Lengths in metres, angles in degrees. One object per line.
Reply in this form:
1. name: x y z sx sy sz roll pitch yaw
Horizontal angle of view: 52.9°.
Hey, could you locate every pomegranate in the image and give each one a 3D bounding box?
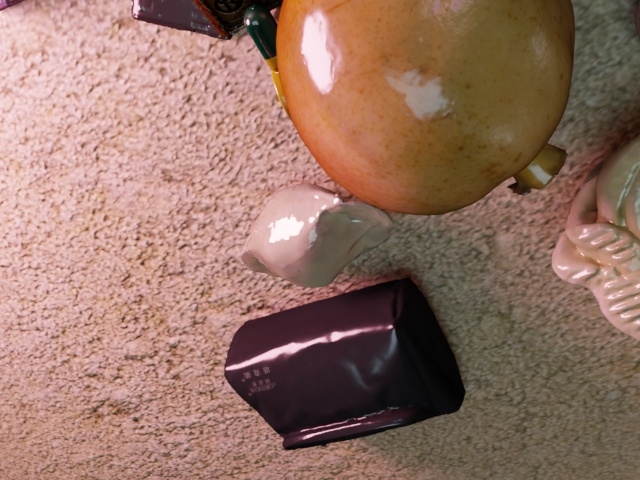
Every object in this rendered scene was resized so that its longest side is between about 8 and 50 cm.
1. pomegranate: 0.107 -0.163 0.627 0.319 0.319 0.319 5 123 8

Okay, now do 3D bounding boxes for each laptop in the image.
1. laptop: -0.155 -0.330 0.736 0.129 0.016 0.180 13 122 3

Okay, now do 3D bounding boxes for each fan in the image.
1. fan: -0.039 -0.201 0.740 0.039 0.082 0.155 -20 132 17

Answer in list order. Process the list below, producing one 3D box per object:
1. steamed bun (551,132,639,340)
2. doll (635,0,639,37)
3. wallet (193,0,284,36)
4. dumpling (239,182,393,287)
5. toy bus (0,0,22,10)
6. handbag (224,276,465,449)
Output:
1. steamed bun: 0.436 -0.015 0.714 0.280 0.207 0.268 41 125 17
2. doll: 0.463 -0.247 0.613 0.365 0.094 0.160 4 120 8
3. wallet: -0.103 -0.302 0.637 0.132 0.039 0.243 -25 156 11
4. dumpling: -0.003 0.002 0.866 0.166 0.126 0.216 24 118 -36
5. toy bus: -0.415 -0.350 0.738 0.098 0.087 0.178 -13 121 17
6. handbag: 0.044 0.220 0.946 0.301 0.178 0.275 -19 116 22
